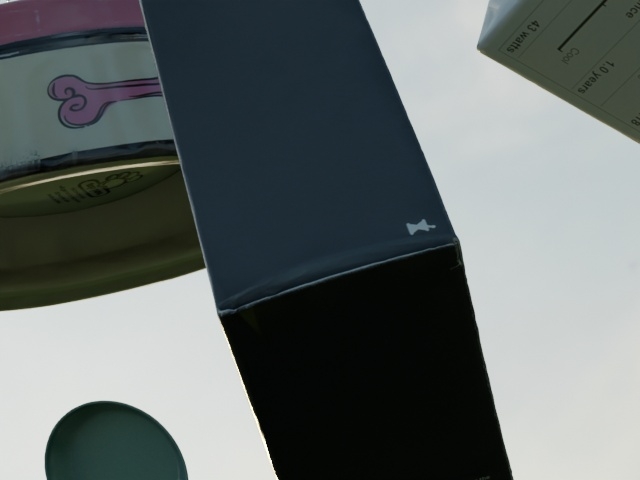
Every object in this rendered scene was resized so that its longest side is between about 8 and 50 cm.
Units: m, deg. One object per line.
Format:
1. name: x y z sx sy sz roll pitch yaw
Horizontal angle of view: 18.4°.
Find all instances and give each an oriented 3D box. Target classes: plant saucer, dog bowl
1. plant saucer: -0.151 0.174 1.499 0.119 0.119 0.021 -34 2 24
2. dog bowl: -0.203 -0.066 1.556 0.408 0.150 0.408 -12 -14 -3

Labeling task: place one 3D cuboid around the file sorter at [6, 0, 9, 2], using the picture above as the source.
1. file sorter: -0.212 -0.234 1.805 0.118 0.170 0.104 -48 11 -28

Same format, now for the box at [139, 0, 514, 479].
1. box: 0.000 0.000 0.886 0.103 0.261 0.184 -15 -50 -2

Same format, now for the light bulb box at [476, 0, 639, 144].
1. light bulb box: 0.361 -0.214 1.364 0.361 0.225 0.358 28 -41 -13
